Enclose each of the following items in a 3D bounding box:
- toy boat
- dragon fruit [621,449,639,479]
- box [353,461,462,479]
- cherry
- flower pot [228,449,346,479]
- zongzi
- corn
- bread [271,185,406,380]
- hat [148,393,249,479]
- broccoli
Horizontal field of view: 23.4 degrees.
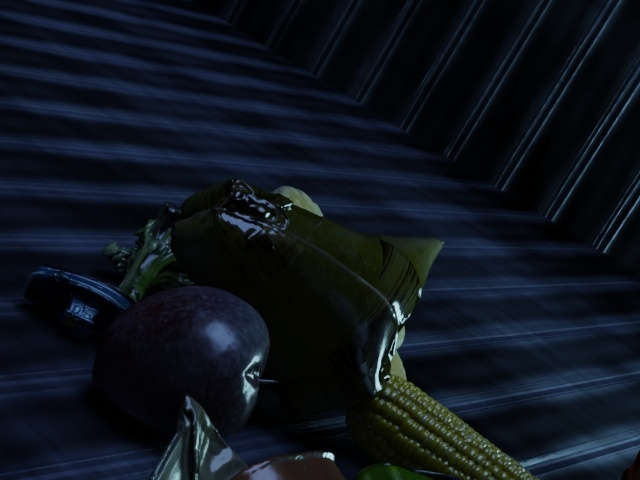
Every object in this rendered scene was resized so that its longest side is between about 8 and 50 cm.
[{"bbox_3d":[-0.243,0.073,1.598,0.137,0.060,0.061,26,40,-10],"label":"toy boat"},{"bbox_3d":[0.426,0.300,1.762,0.172,0.172,0.209,28,29,5],"label":"dragon fruit"},{"bbox_3d":[0.116,0.315,1.312,0.134,0.097,0.345,23,15,-20],"label":"box"},{"bbox_3d":[-0.128,0.114,1.488,0.176,0.140,0.176,13,25,-6],"label":"cherry"},{"bbox_3d":[-0.018,0.275,1.109,0.173,0.191,0.190,50,24,25],"label":"flower pot"},{"bbox_3d":[0.000,0.000,1.649,0.274,0.145,0.300,54,48,-21],"label":"zongzi"},{"bbox_3d":[0.134,0.233,1.626,0.244,0.093,0.093,35,17,23],"label":"corn"},{"bbox_3d":[-0.009,0.064,1.827,0.316,0.054,0.316,40,29,-27],"label":"bread"},{"bbox_3d":[-0.102,0.226,1.329,0.147,0.085,0.175,39,39,4],"label":"hat"},{"bbox_3d":[-0.193,0.040,1.733,0.122,0.118,0.204,44,32,-3],"label":"broccoli"}]
